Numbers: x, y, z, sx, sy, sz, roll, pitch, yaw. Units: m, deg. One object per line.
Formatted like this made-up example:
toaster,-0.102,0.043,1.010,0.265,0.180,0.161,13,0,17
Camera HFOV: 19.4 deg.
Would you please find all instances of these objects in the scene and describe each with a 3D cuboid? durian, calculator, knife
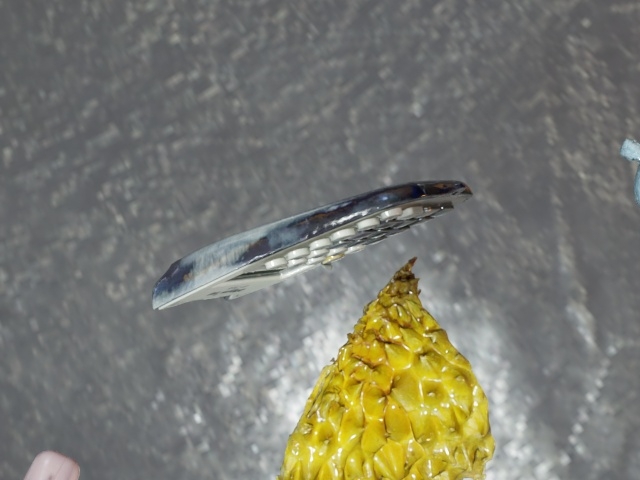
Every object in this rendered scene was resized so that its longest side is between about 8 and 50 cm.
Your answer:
durian,0.033,0.193,1.693,0.195,0.185,0.305,-25,149,-33
calculator,0.000,0.000,1.522,0.268,0.177,0.040,-18,85,25
knife,-0.229,0.236,1.430,0.043,0.336,0.081,26,102,-5

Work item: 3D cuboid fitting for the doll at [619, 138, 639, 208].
doll,0.287,0.000,1.430,0.075,0.180,0.120,-36,134,23
